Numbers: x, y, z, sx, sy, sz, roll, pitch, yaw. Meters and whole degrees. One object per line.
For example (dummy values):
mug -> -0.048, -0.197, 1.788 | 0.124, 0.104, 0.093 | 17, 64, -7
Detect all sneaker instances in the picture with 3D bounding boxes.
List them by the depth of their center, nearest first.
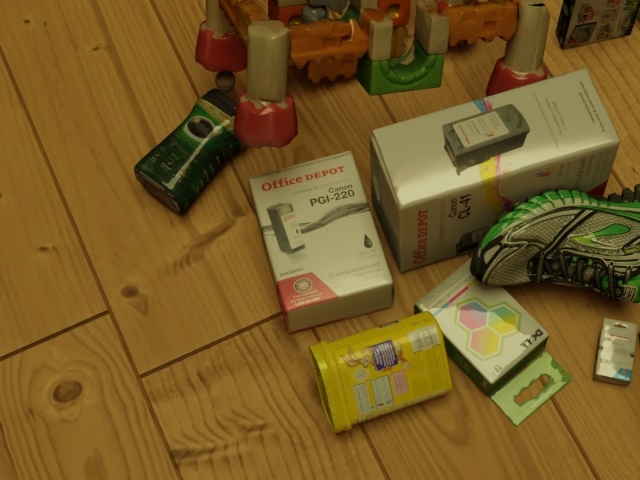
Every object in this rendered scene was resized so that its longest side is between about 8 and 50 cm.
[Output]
sneaker -> 0.367, 0.013, 1.597 | 0.344, 0.134, 0.146 | -8, 57, -12

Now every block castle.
block castle -> 0.067, -0.273, 1.674 | 0.453, 0.213, 0.303 | -10, 39, -17

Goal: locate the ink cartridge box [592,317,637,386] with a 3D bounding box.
ink cartridge box -> 0.402, 0.152, 1.622 | 0.048, 0.028, 0.083 | 11, 67, 7

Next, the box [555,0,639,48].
box -> 0.419, -0.363, 1.753 | 0.114, 0.207, 0.036 | -13, 66, -4

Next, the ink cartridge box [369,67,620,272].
ink cartridge box -> 0.232, -0.090, 1.631 | 0.306, 0.226, 0.131 | -18, 65, -4

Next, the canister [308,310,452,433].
canister -> 0.081, 0.173, 1.579 | 0.170, 0.126, 0.073 | -17, 26, -8

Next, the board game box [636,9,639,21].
board game box -> 0.584, -0.319, 1.815 | 0.092, 0.043, 0.181 | -39, 70, -14

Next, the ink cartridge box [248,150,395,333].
ink cartridge box -> 0.000, 0.000, 1.675 | 0.159, 0.092, 0.218 | -15, 64, -4

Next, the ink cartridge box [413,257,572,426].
ink cartridge box -> 0.236, 0.136, 1.618 | 0.109, 0.062, 0.209 | -38, 70, -14

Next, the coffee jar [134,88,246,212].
coffee jar -> -0.180, -0.135, 1.750 | 0.096, 0.079, 0.184 | 36, 73, 19

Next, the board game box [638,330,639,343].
board game box -> 0.465, 0.175, 1.548 | 0.048, 0.141, 0.170 | -5, 65, 0
